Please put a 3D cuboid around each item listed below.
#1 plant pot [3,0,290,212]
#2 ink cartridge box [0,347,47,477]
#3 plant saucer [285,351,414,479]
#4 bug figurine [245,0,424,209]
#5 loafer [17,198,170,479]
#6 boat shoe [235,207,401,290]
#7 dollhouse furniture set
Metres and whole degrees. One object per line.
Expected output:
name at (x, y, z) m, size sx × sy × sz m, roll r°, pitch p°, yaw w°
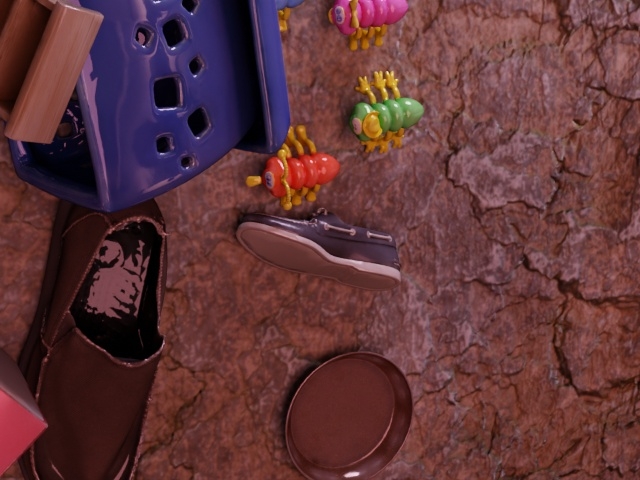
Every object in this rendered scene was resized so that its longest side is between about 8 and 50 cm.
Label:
plant pot at (-0.165, -0.173, 0.984) m, size 0.212 × 0.236 × 0.236 m, roll -17°, pitch 109°, yaw -29°
ink cartridge box at (-0.397, 0.206, 0.970) m, size 0.283 × 0.207 × 0.117 m, roll -47°, pitch 115°, yaw -9°
plant saucer at (0.031, 0.208, 1.277) m, size 0.168 × 0.029 × 0.168 m, roll -6°, pitch 104°, yaw -25°
bug figurine at (0.005, -0.175, 1.149) m, size 0.216 × 0.072 × 0.279 m, roll -17°, pitch 109°, yaw -21°
loafer at (-0.226, 0.116, 1.074) m, size 0.133 × 0.130 × 0.366 m, roll 1°, pitch 102°, yaw -26°
boat shoe at (0.000, 0.000, 1.203) m, size 0.206 × 0.075 × 0.065 m, roll 18°, pitch 62°, yaw -26°
dollhouse furniture set at (-0.301, -0.160, 0.742) m, size 0.242 × 0.161 × 0.212 m, roll 0°, pitch 121°, yaw -58°
